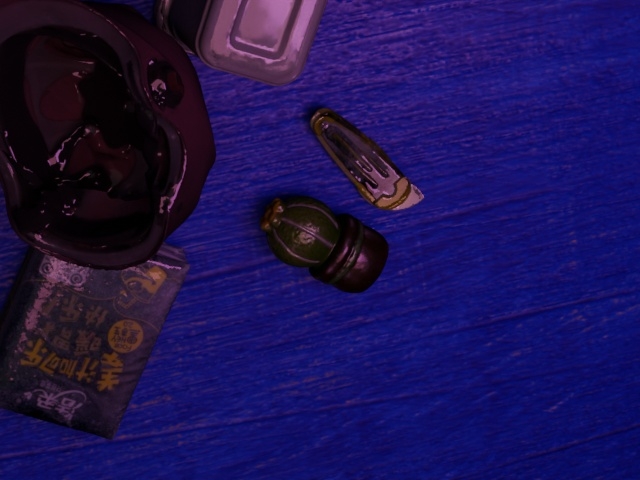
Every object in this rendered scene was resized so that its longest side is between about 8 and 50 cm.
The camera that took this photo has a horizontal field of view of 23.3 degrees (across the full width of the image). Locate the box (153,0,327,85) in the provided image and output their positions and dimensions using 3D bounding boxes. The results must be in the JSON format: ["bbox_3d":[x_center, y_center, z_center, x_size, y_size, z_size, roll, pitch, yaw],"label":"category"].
[{"bbox_3d":[-0.060,-0.328,1.752,0.175,0.182,0.312,15,107,-18],"label":"box"}]

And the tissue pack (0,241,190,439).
[{"bbox_3d":[-0.296,0.103,1.916,0.185,0.081,0.257,20,105,-19],"label":"tissue pack"}]

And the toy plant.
[{"bbox_3d":[0.000,0.000,1.945,0.162,0.093,0.093,27,102,-19],"label":"toy plant"}]

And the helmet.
[{"bbox_3d":[-0.243,-0.145,1.754,0.271,0.197,0.338,-7,110,30],"label":"helmet"}]

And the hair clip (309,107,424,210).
[{"bbox_3d":[0.051,-0.099,1.949,0.060,0.033,0.188,-42,117,7],"label":"hair clip"}]
